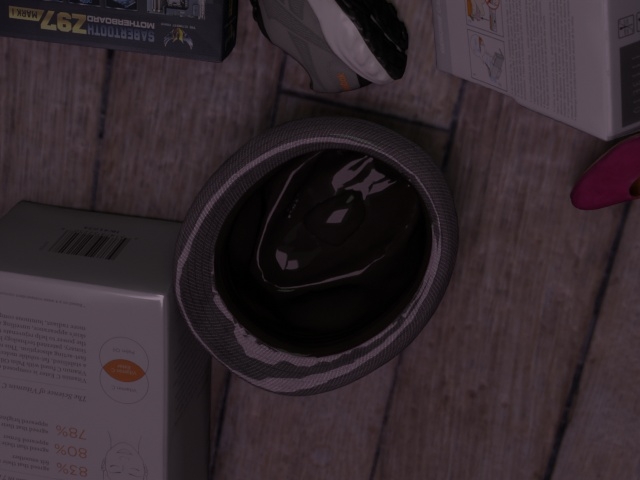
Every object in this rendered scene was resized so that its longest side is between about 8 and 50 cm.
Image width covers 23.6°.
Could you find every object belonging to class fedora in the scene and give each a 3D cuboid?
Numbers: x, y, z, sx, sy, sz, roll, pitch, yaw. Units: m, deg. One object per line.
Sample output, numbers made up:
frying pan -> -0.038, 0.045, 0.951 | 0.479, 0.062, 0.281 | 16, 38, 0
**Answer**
fedora -> 0.000, 0.000, 1.452 | 0.243, 0.124, 0.275 | 37, 106, -8

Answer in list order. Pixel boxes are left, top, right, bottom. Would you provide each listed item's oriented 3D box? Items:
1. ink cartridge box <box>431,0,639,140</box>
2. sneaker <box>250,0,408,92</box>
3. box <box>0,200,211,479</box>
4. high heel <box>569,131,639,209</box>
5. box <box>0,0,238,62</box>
ink cartridge box -> 0.178, -0.245, 1.283 | 0.060, 0.239, 0.275 | -20, 119, -25
sneaker -> -0.031, -0.234, 1.352 | 0.108, 0.100, 0.271 | -19, 122, 30
box -> -0.233, 0.158, 1.559 | 0.215, 0.168, 0.345 | 8, 115, 10
high heel -> 0.331, -0.053, 1.340 | 0.244, 0.082, 0.117 | -31, 75, 33
box -> -0.192, -0.269, 1.414 | 0.232, 0.059, 0.183 | 8, 115, 9
